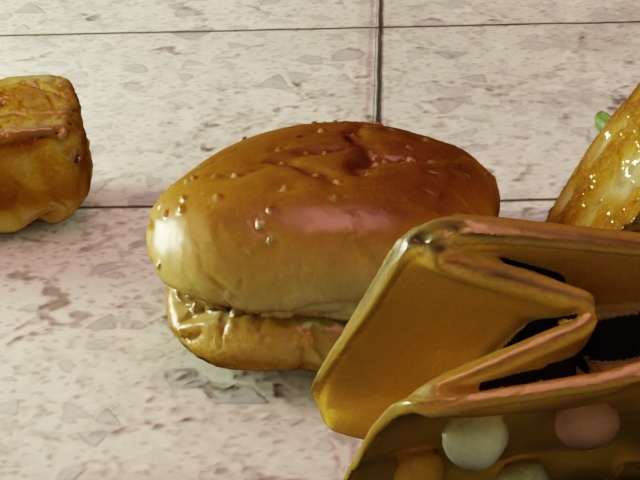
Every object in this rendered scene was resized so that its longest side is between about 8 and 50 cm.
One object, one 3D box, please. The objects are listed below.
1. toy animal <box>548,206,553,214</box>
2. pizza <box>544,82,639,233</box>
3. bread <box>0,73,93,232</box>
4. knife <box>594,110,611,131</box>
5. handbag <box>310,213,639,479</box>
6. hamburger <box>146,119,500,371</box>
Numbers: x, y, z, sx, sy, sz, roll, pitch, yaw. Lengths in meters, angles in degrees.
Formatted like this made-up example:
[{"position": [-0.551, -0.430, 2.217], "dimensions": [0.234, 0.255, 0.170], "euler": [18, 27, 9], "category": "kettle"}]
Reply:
[{"position": [0.302, -0.009, 1.740], "dimensions": [0.202, 0.070, 0.105], "euler": [16, 50, 25], "category": "toy animal"}, {"position": [0.246, -0.009, 1.518], "dimensions": [0.086, 0.336, 0.226], "euler": [34, -12, -13], "category": "pizza"}, {"position": [-0.370, -0.081, 1.865], "dimensions": [0.294, 0.132, 0.167], "euler": [-5, 27, -7], "category": "bread"}, {"position": [0.314, -0.101, 1.972], "dimensions": [0.026, 0.022, 0.184], "euler": [17, 19, -20], "category": "knife"}, {"position": [0.157, 0.103, 1.225], "dimensions": [0.283, 0.401, 0.133], "euler": [-4, 71, -10], "category": "handbag"}, {"position": [0.000, 0.000, 1.634], "dimensions": [0.314, 0.170, 0.290], "euler": [1, 20, 10], "category": "hamburger"}]
